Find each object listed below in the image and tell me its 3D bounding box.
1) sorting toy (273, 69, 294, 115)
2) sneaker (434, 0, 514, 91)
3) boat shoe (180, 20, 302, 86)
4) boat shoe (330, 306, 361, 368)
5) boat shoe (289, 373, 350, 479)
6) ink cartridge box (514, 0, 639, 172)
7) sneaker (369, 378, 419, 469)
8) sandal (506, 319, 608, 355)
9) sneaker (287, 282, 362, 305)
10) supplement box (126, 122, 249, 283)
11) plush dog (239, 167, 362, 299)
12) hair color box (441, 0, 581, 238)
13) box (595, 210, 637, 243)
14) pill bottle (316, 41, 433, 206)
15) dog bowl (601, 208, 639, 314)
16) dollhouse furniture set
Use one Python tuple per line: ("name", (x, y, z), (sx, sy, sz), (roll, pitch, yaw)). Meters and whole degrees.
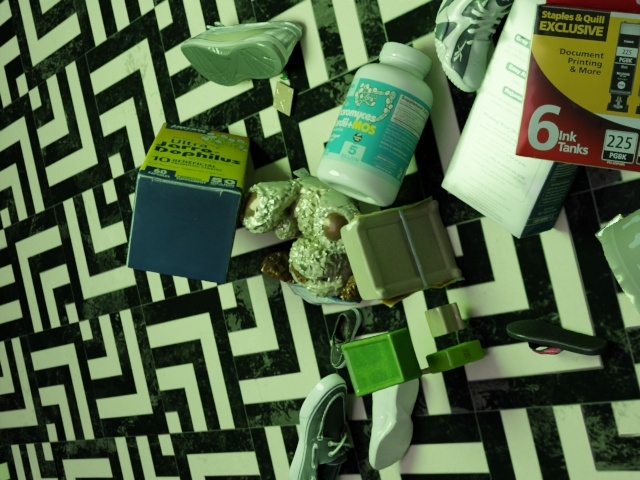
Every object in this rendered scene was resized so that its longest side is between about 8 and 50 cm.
("sorting toy", (-0.072, -0.301, 1.977), (0.062, 0.012, 0.083), (36, 126, 42))
("sneaker", (0.266, -0.362, 1.550), (0.153, 0.094, 0.235), (-2, 87, 55))
("boat shoe", (-0.167, -0.395, 2.005), (0.320, 0.103, 0.118), (5, 140, 49))
("boat shoe", (0.041, 0.195, 1.937), (0.049, 0.040, 0.142), (37, 122, 36))
("boat shoe", (0.014, 0.407, 1.962), (0.102, 0.108, 0.301), (38, 126, 36))
("ink cartridge box", (0.432, -0.231, 1.283), (0.309, 0.130, 0.271), (8, 106, 14))
("sneaker", (0.127, 0.331, 1.862), (0.094, 0.080, 0.212), (33, 114, 51))
("sandal", (0.375, 0.166, 1.566), (0.179, 0.067, 0.040), (13, 119, 42))
("sneaker", (0.011, 0.100, 1.946), (0.191, 0.071, 0.083), (18, 142, 37))
("supplement box", (-0.256, -0.085, 1.950), (0.356, 0.194, 0.195), (-94, 14, -68))
("plush dog", (0.000, 0.000, 1.834), (0.262, 0.210, 0.225), (14, 116, 29))
("hair color box", (0.334, -0.197, 1.503), (0.174, 0.105, 0.347), (38, 123, 33))
("box", (0.482, 0.040, 1.429), (0.054, 0.059, 0.169), (-48, 64, 38))
("pill bottle", (0.104, -0.202, 1.677), (0.146, 0.146, 0.264), (17, 83, 43))
("dog bowl", (0.514, 0.079, 1.216), (0.102, 0.349, 0.348), (-47, 64, 28))
("dollhouse furniture set", (0.135, 0.097, 1.718), (0.151, 0.198, 0.301), (-28, 78, 56))
